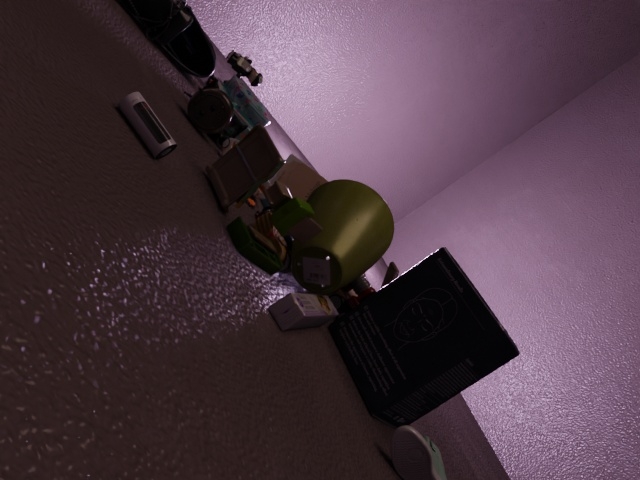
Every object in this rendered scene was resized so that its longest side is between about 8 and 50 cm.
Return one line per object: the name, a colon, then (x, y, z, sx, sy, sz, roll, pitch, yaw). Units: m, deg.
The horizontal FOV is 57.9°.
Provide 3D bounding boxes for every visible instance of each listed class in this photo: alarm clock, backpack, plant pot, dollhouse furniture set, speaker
alarm clock: (-0.313, -0.360, 1.691, 0.064, 0.129, 0.192, -100, 169, -68)
backpack: (-0.270, -0.390, 1.869, 0.254, 0.191, 0.225, 55, 6, -34)
plant pot: (0.036, 0.014, 1.553, 0.275, 0.274, 0.293, 53, 29, -11)
dollhouse furniture set: (-0.135, -0.105, 1.426, 0.151, 0.197, 0.302, 40, 18, -54)
speaker: (-0.360, -0.240, 1.205, 0.136, 0.055, 0.055, 55, 9, -1)

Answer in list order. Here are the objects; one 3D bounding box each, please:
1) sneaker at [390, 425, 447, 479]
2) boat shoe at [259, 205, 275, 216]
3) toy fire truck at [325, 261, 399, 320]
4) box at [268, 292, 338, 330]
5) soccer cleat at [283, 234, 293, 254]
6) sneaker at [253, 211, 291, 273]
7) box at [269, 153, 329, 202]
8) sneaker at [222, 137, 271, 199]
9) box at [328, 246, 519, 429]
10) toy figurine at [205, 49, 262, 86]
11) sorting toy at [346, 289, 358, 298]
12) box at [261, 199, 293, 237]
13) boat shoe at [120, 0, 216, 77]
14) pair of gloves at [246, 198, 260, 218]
sneaker: (0.230, 0.511, 1.401, 0.151, 0.094, 0.256, -91, 155, -65)
boat shoe: (-0.147, -0.084, 1.708, 0.133, 0.048, 0.042, -61, 129, -74)
toy fire truck: (0.128, 0.137, 1.761, 0.217, 0.246, 0.158, 59, 9, 26)
box: (-0.032, 0.169, 1.387, 0.063, 0.067, 0.324, 57, 10, 14)
soccer cleat: (-0.047, 0.044, 1.746, 0.179, 0.072, 0.060, 53, 9, -14)
sneaker: (-0.124, 0.008, 1.528, 0.084, 0.069, 0.186, 57, 11, -46)
box: (-0.025, -0.150, 2.025, 0.311, 0.148, 0.121, 35, -6, -6)
sneaker: (-0.230, -0.215, 1.771, 0.215, 0.084, 0.083, 57, -5, -8)
box: (0.274, 0.268, 1.568, 0.212, 0.395, 0.294, 43, 15, -51)
toy figurine: (-0.335, -0.617, 2.244, 0.148, 0.213, 0.209, 38, 10, -23)
sorting toy: (0.113, 0.173, 2.257, 0.229, 0.041, 0.307, 45, 12, -28)
box: (-0.104, -0.074, 1.931, 0.244, 0.060, 0.101, 44, 13, -52)
boat shoe: (-0.501, -0.733, 1.902, 0.156, 0.186, 0.500, 55, 1, 41)
pair of gloves: (-0.190, -0.091, 1.700, 0.083, 0.010, 0.074, 56, 9, 3)
